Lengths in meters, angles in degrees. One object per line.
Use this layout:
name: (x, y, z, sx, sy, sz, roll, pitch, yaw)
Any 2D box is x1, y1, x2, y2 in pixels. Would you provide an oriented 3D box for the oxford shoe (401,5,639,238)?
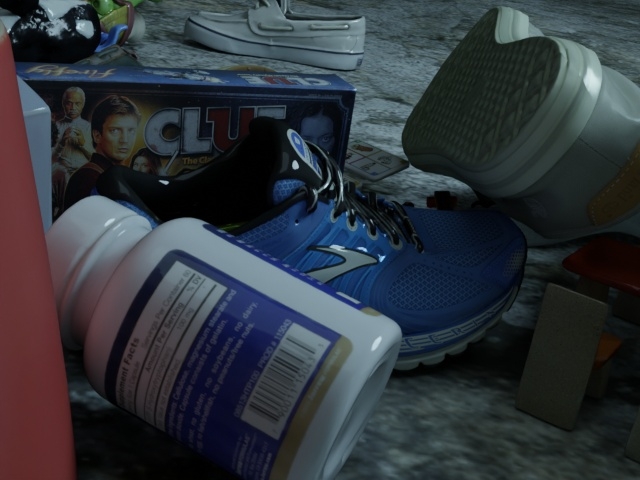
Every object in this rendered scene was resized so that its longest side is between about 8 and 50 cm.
oxford shoe: (0.169, -0.102, 0.871, 0.130, 0.169, 0.449, 30, 11, -11)

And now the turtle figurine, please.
turtle figurine: (-0.314, -0.329, 1.298, 0.274, 0.198, 0.266, 19, 21, 15)

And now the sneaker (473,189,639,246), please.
sneaker: (0.280, -0.069, 1.009, 0.295, 0.105, 0.147, -4, 30, -17)

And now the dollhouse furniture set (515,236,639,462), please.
dollhouse furniture set: (0.297, 0.051, 0.694, 0.259, 0.135, 0.262, 22, 26, 28)

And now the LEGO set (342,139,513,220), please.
LEGO set: (0.052, -0.009, 0.894, 0.182, 0.060, 0.244, -26, 38, -35)

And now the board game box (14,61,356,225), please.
board game box: (-0.102, -0.038, 0.721, 0.243, 0.165, 0.042, -3, 25, -24)

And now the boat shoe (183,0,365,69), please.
boat shoe: (-0.065, -0.315, 1.490, 0.267, 0.088, 0.096, 12, 23, 6)

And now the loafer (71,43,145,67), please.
loafer: (-0.245, -0.118, 0.915, 0.084, 0.096, 0.267, 54, 33, 3)

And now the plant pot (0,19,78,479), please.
plant pot: (-0.236, 0.019, 0.434, 0.274, 0.243, 0.275, 8, 22, -3)

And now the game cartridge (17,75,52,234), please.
game cartridge: (-0.283, -0.058, 0.659, 0.294, 0.196, 0.060, 24, 26, 32)

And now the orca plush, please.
orca plush: (-0.337, -0.179, 1.058, 0.102, 0.151, 0.287, 52, 35, 15)

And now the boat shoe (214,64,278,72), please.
boat shoe: (-0.133, -0.093, 0.922, 0.098, 0.109, 0.302, 5, 22, 34)

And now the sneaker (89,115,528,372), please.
sneaker: (0.000, 0.000, 0.681, 0.329, 0.147, 0.130, -2, 31, -23)

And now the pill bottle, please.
pill bottle: (-0.061, 0.053, 0.549, 0.186, 0.112, 0.112, 27, 27, 14)
